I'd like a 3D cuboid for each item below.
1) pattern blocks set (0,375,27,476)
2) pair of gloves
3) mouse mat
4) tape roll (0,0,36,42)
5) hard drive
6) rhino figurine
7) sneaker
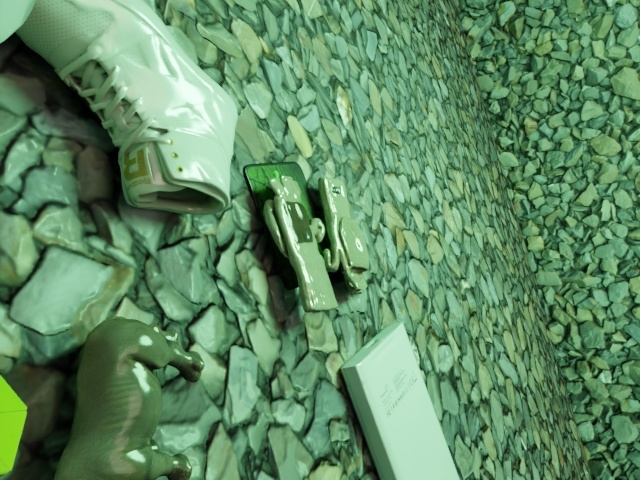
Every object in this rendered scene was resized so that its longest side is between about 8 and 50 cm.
[{"bbox_3d":[-0.277,0.051,0.261,0.285,0.026,0.324,51,13,-32],"label":"pattern blocks set"},{"bbox_3d":[0.000,0.000,0.810,0.240,0.042,0.204,-11,80,-61],"label":"pair of gloves"},{"bbox_3d":[-0.042,-0.029,0.805,0.153,0.007,0.189,-20,91,-59],"label":"mouse mat"},{"bbox_3d":[-0.313,-0.252,0.326,0.286,0.100,0.286,17,60,-33],"label":"tape roll"},{"bbox_3d":[0.140,0.312,0.874,0.203,0.040,0.307,-22,93,-59],"label":"hard drive"},{"bbox_3d":[-0.163,0.176,0.435,0.106,0.073,0.243,36,47,-50],"label":"rhino figurine"},{"bbox_3d":[-0.187,-0.130,0.530,0.292,0.108,0.169,32,45,-48],"label":"sneaker"}]
